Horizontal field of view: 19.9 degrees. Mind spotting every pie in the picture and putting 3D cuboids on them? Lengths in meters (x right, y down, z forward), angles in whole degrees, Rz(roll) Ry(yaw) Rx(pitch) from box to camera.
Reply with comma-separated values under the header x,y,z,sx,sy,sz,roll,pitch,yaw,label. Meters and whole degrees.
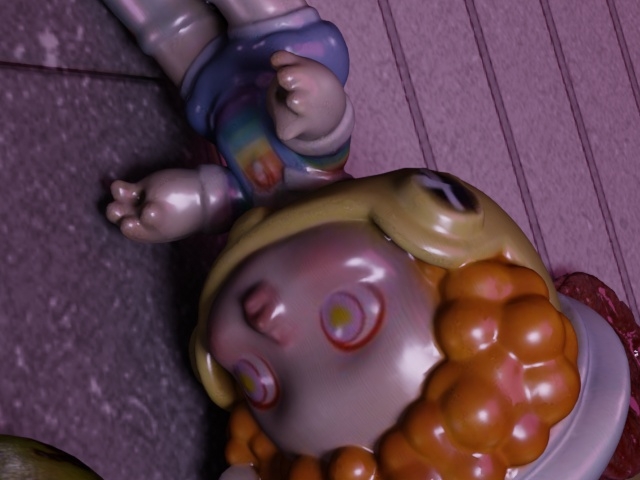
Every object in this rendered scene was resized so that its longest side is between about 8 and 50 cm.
x,y,z,sx,sy,sz,roll,pitch,yaw,label
0.186,0.096,1.265,0.153,0.038,0.153,28,49,-38,pie

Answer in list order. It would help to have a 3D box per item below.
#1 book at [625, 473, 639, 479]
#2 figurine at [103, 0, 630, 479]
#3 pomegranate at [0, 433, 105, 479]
x,y,z,sx,sy,sz,roll,pitch,yaw,label
0.213,0.246,1.273,0.168,0.013,0.192,53,41,-26,book
0.022,-0.015,0.949,0.205,0.224,0.382,-18,91,-57,figurine
-0.152,0.139,0.723,0.220,0.156,0.156,43,47,-38,pomegranate
